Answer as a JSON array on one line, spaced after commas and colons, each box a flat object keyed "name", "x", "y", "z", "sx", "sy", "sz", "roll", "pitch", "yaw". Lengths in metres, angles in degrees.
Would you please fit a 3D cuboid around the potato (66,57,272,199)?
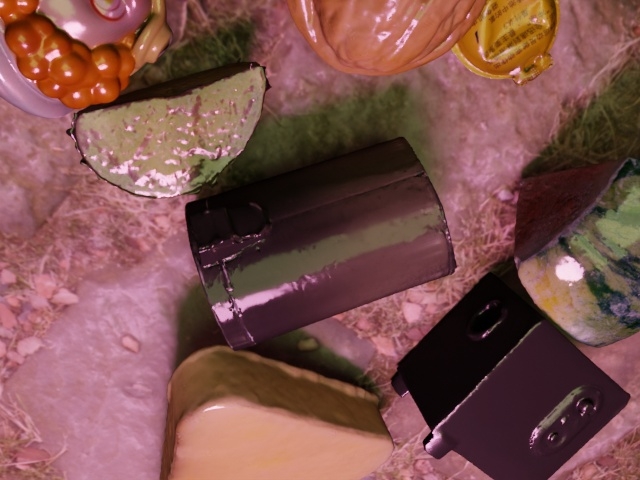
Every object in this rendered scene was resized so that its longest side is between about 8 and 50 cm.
[{"name": "potato", "x": -0.175, "y": -0.134, "z": 0.793, "sx": 0.243, "sy": 0.098, "sz": 0.138, "roll": -17, "pitch": 114, "yaw": -7}]

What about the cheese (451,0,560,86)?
[{"name": "cheese", "x": 0.217, "y": -0.318, "z": 0.809, "sx": 0.156, "sy": 0.064, "sz": 0.250, "roll": -35, "pitch": 103, "yaw": 4}]

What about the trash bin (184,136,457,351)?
[{"name": "trash bin", "x": 0.000, "y": 0.000, "z": 0.816, "sx": 0.301, "sy": 0.203, "sz": 0.252, "roll": -18, "pitch": 153, "yaw": -4}]

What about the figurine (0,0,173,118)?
[{"name": "figurine", "x": -0.208, "y": -0.281, "z": 0.698, "sx": 0.382, "sy": 0.205, "sz": 0.224, "roll": -24, "pitch": 104, "yaw": -19}]

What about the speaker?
[{"name": "speaker", "x": 0.279, "y": 0.230, "z": 0.968, "sx": 0.232, "sy": 0.184, "sz": 0.254, "roll": 40, "pitch": 98, "yaw": -21}]

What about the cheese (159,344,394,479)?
[{"name": "cheese", "x": -0.059, "y": 0.309, "z": 0.943, "sx": 0.384, "sy": 0.104, "sz": 0.384, "roll": -11, "pitch": 134, "yaw": -12}]

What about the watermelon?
[{"name": "watermelon", "x": 0.402, "y": -0.009, "z": 0.877, "sx": 0.213, "sy": 0.201, "sz": 0.262, "roll": 31, "pitch": 118, "yaw": -23}]

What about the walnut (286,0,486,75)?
[{"name": "walnut", "x": 0.079, "y": -0.308, "z": 0.702, "sx": 0.257, "sy": 0.224, "sz": 0.257, "roll": -6, "pitch": 119, "yaw": -11}]
